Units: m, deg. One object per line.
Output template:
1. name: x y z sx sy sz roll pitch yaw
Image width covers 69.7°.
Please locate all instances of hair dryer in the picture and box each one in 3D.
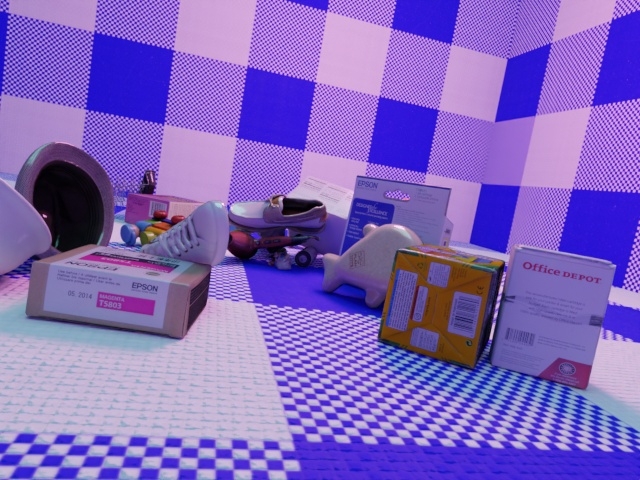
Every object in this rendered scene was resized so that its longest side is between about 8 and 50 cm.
1. hair dryer: -0.171 -0.002 1.375 0.294 0.080 0.224 -1 -19 -40

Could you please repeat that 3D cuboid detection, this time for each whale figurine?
1. whale figurine: 0.135 0.066 1.133 0.272 0.216 0.141 -16 -28 29

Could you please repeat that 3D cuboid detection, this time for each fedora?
1. fedora: -0.580 -0.064 1.001 0.124 0.275 0.244 -12 -20 18

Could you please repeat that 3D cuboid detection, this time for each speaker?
1. speaker: -0.045 0.052 1.508 0.055 0.055 0.136 10 7 7

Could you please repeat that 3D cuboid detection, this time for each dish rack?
1. dish rack: -0.793 -0.185 1.812 0.272 0.074 0.208 -12 -21 -35

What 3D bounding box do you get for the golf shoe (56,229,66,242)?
1. golf shoe: -0.621 -0.019 1.194 0.120 0.105 0.273 26 15 6

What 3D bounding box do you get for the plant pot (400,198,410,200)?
1. plant pot: 0.327 -0.023 1.903 0.275 0.274 0.243 9 -3 -4

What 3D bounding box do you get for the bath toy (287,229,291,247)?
1. bath toy: 0.000 0.000 1.767 0.348 0.151 0.129 17 55 37

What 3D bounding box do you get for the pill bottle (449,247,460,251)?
1. pill bottle: 0.282 0.057 1.441 0.169 0.169 0.302 3 9 -44

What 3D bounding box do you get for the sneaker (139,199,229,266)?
1. sneaker: -0.273 0.020 0.892 0.123 0.105 0.290 -6 -25 -39

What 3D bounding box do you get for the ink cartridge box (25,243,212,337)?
1. ink cartridge box: -0.317 0.077 0.768 0.235 0.088 0.193 10 5 -5

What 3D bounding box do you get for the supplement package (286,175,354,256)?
1. supplement package: 0.034 -0.066 1.553 0.262 0.204 0.145 23 48 24

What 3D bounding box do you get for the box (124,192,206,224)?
1. box: -0.596 -0.110 1.816 0.214 0.117 0.243 13 7 24

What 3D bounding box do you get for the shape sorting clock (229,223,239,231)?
1. shape sorting clock: -0.312 -0.043 1.711 0.206 0.040 0.206 -13 -8 -2

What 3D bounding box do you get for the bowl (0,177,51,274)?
1. bowl: -0.619 -0.025 0.750 0.298 0.134 0.298 14 -36 10

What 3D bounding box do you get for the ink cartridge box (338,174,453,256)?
1. ink cartridge box: 0.196 -0.005 1.239 0.304 0.307 0.072 16 3 42

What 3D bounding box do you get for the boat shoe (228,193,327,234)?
1. boat shoe: -0.130 -0.092 1.395 0.302 0.103 0.113 2 49 -6

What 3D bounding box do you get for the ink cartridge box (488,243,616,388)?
1. ink cartridge box: 0.403 0.126 0.817 0.159 0.217 0.092 12 7 17

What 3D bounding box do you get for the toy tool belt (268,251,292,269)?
1. toy tool belt: -0.119 0.056 1.378 0.052 0.051 0.083 4 8 -42

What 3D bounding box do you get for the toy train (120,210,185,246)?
1. toy train: -0.446 -0.011 1.316 0.248 0.105 0.143 14 18 34

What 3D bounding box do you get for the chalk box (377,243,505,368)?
1. chalk box: 0.255 0.111 0.918 0.179 0.180 0.289 13 6 24

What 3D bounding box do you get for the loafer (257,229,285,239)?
1. loafer: -0.160 -0.037 1.608 0.112 0.111 0.319 48 -7 2
